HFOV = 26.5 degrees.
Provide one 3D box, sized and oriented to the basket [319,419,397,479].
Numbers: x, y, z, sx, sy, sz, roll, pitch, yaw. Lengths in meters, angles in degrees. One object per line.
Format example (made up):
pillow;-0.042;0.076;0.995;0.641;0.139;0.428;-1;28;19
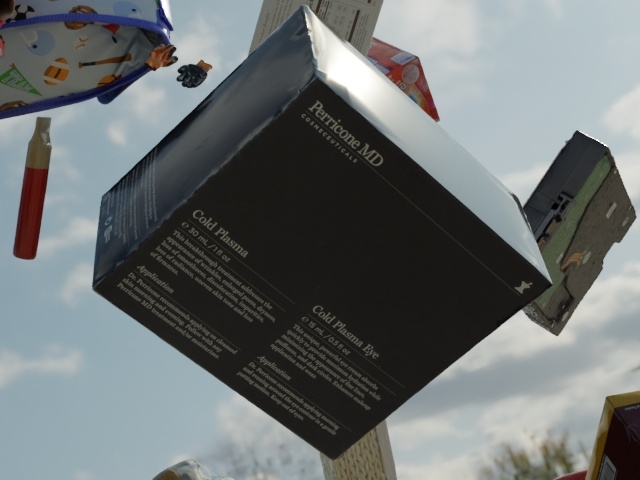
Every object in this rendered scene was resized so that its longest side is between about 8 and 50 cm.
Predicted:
basket;0.052;0.327;2.226;0.103;0.167;0.113;-12;5;-12

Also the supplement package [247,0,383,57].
supplement package;-0.001;-0.286;1.742;0.145;0.261;0.204;18;17;-1

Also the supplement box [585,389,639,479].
supplement box;0.378;0.282;1.401;0.129;0.194;0.191;-7;-54;-18

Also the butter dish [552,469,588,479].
butter dish;0.345;0.338;1.703;0.160;0.118;0.160;-21;-60;34

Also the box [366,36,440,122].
box;0.063;-0.245;2.190;0.128;0.257;0.122;-31;-59;-15

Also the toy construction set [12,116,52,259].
toy construction set;-0.375;-0.106;1.210;0.257;0.237;0.309;16;8;43

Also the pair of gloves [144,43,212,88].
pair of gloves;-0.195;-0.239;1.861;0.010;0.083;0.074;-62;-3;39

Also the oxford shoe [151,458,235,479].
oxford shoe;-0.164;0.406;1.924;0.130;0.169;0.449;21;-19;12

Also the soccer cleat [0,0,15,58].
soccer cleat;-0.490;-0.373;1.974;0.117;0.318;0.108;4;-39;-1

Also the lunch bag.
lunch bag;-0.436;-0.386;2.218;0.386;0.327;0.239;-13;-37;3

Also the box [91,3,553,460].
box;0.000;0.000;1.393;0.312;0.179;0.343;-40;-63;20

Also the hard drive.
hard drive;0.362;-0.002;2.011;0.237;0.064;0.339;-57;-24;-2
